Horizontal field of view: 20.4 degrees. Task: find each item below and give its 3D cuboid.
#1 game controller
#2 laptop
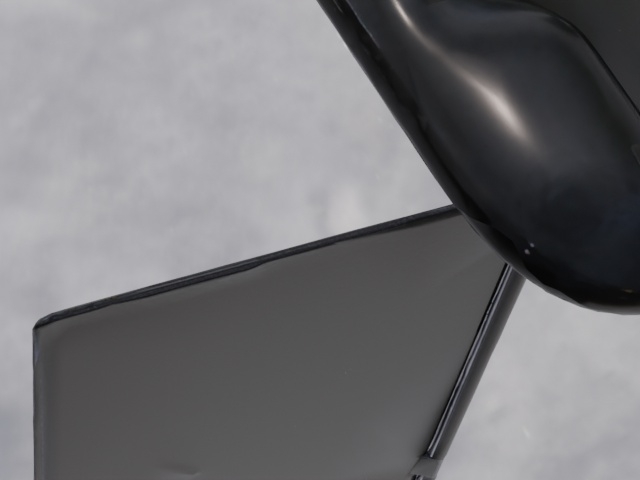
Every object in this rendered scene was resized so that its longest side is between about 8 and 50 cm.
[{"bbox_3d":[0.137,-0.070,0.546,0.319,0.166,0.067,-12,160,-39],"label":"game controller"},{"bbox_3d":[0.000,0.000,1.082,0.236,0.408,0.382,15,148,0],"label":"laptop"}]
